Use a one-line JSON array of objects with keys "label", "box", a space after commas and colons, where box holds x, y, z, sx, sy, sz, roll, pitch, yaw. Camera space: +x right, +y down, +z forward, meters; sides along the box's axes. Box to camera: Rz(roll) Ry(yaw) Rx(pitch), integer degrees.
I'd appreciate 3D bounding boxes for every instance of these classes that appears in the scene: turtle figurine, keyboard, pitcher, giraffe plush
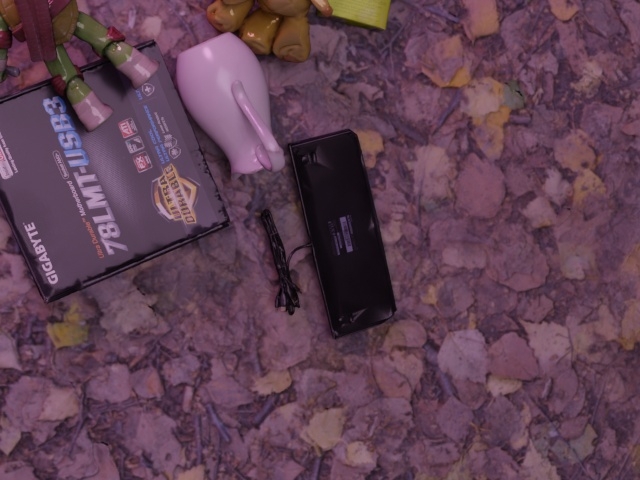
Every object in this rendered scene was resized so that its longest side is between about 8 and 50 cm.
[{"label": "turtle figurine", "box": [-0.365, -0.287, 1.539, 0.266, 0.275, 0.198, 47, 50, -17]}, {"label": "keyboard", "box": [0.000, 0.000, 1.763, 0.202, 0.033, 0.317, -16, 98, -22]}, {"label": "pitcher", "box": [-0.118, -0.192, 1.632, 0.125, 0.178, 0.207, -28, 103, -18]}, {"label": "giraffe plush", "box": [-0.052, -0.391, 1.658, 0.181, 0.210, 0.170, 30, 56, -14]}]

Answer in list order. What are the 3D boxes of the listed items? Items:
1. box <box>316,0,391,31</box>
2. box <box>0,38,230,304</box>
[{"label": "box", "box": [0.064, -0.421, 1.741, 0.109, 0.042, 0.178, 11, 91, -19]}, {"label": "box", "box": [-0.320, -0.100, 1.634, 0.293, 0.073, 0.295, -24, 100, -15]}]
